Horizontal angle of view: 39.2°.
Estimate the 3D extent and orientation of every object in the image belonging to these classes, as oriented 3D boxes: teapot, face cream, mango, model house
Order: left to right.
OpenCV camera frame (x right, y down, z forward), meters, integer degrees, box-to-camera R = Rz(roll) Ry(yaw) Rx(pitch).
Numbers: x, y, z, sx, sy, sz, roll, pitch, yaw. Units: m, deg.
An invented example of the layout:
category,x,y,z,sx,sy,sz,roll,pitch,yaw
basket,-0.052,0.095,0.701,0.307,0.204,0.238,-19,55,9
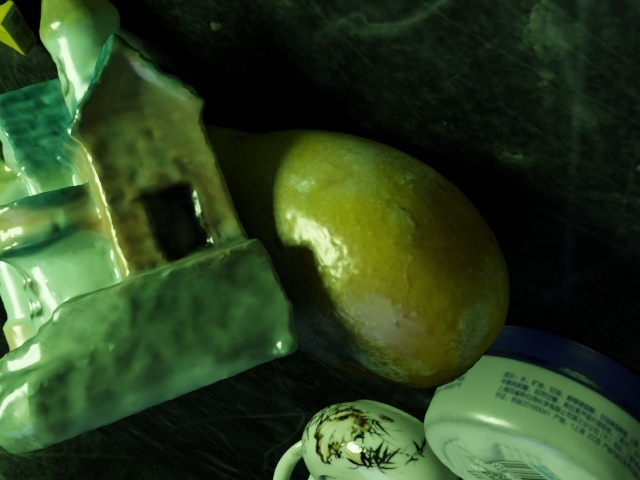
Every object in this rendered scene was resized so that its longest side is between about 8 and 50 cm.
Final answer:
category,x,y,z,sx,sy,sz,roll,pitch,yaw
model house,-0.183,-0.044,0.654,0.267,0.194,0.324,-11,96,70
mango,0.000,0.000,0.684,0.316,0.146,0.192,27,147,34
teapot,0.059,0.301,1.156,0.300,0.165,0.208,-14,142,43
face cream,0.202,0.178,0.826,0.206,0.111,0.206,24,155,12

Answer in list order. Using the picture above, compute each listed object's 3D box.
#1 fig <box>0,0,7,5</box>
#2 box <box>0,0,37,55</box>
category,x,y,z,sx,sy,sz,roll,pitch,yaw
fig,-0.233,-0.204,0.463,0.207,0.207,0.230,43,-166,-24
box,-0.272,-0.186,0.703,0.087,0.023,0.155,28,177,-12
